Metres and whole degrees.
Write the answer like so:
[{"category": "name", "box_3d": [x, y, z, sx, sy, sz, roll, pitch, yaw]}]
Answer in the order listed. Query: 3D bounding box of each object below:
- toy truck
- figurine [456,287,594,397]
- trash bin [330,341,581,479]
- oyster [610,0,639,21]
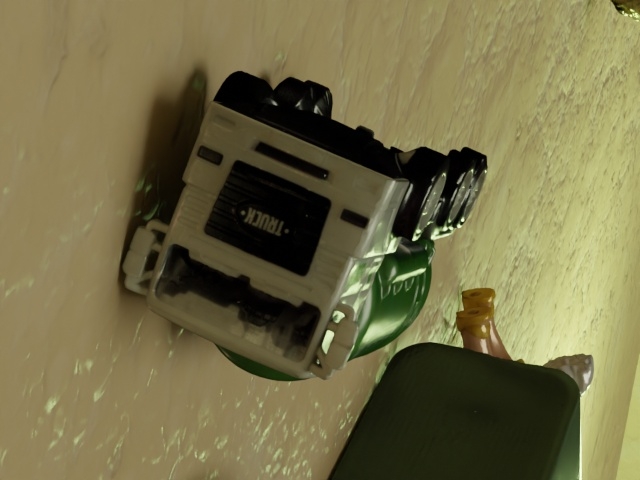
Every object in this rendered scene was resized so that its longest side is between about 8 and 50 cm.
[{"category": "toy truck", "box_3d": [0.000, 0.000, 0.831, 0.125, 0.101, 0.242, -66, 169, 6]}, {"category": "figurine", "box_3d": [0.146, 0.158, 1.472, 0.174, 0.116, 0.240, -53, 147, -62]}, {"category": "trash bin", "box_3d": [0.092, 0.267, 1.279, 0.223, 0.158, 0.343, -59, 156, -50]}, {"category": "oyster", "box_3d": [0.312, -0.306, 1.760, 0.161, 0.107, 0.232, 21, 64, -70]}]
